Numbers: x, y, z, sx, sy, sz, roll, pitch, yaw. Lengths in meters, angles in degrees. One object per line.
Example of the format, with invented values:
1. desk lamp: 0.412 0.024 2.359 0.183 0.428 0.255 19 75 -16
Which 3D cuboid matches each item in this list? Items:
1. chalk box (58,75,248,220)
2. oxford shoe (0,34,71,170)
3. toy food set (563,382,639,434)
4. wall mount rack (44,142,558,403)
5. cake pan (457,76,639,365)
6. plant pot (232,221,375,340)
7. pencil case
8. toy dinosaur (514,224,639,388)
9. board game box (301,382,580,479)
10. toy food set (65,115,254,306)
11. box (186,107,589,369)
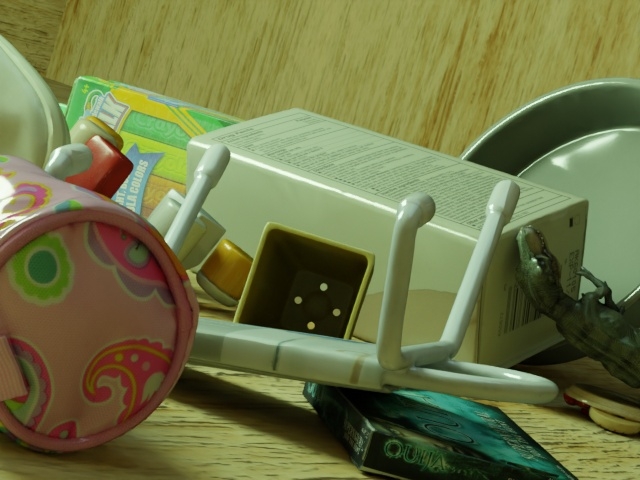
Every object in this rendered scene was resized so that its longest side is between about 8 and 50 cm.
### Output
1. chalk box: -0.166 -0.069 1.769 0.213 0.132 0.132 16 5 11
2. oxford shoe: -0.379 -0.145 1.442 0.449 0.169 0.130 34 3 17
3. toy food set: 0.225 0.129 1.489 0.082 0.020 0.083 13 6 -39
4. wall mount rack: -0.017 0.010 1.172 0.350 0.131 0.304 9 2 14
5. cake pan: 0.212 -0.011 1.691 0.293 0.293 0.054 23 -19 51
6. plant pot: -0.007 0.041 1.391 0.081 0.082 0.083 17 -6 9
7. pencil case: -0.173 0.012 0.967 0.124 0.124 0.284 13 6 -35
8. toy dinosaur: 0.246 0.082 1.495 0.268 0.064 0.118 38 23 -1
9. board game box: 0.066 0.112 1.124 0.126 0.026 0.186 16 5 -12
10. toy food set: -0.158 -0.008 1.517 0.232 0.104 0.111 41 4 33
11. box: 0.047 -0.005 1.594 0.311 0.121 0.148 21 28 37
